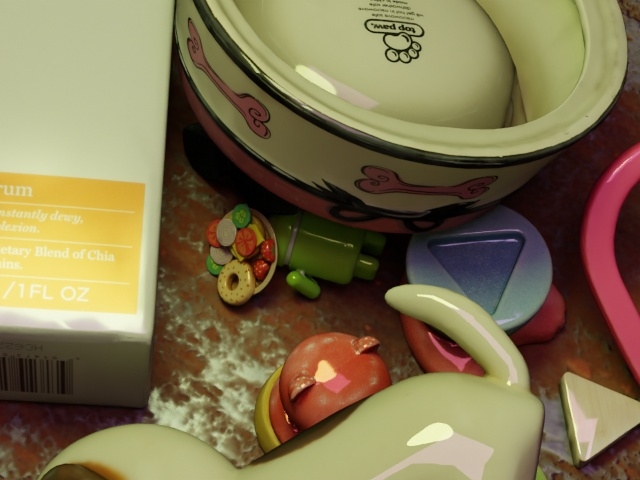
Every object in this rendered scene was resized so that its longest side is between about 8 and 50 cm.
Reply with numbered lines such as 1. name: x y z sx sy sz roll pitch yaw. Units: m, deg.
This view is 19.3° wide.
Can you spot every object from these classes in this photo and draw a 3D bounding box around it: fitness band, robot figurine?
1. fitness band: 0.353 0.040 1.662 0.209 0.054 0.290 -28 94 1
2. robot figurine: 0.000 0.000 1.703 0.115 0.067 0.101 16 75 1

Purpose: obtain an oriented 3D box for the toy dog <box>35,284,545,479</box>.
1. toy dog: -0.028 0.241 1.435 0.408 0.284 0.395 -2 97 3

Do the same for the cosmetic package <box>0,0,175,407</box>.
1. cosmetic package: -0.248 -0.093 1.667 0.230 0.161 0.453 3 63 -6

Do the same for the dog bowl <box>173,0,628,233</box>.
1. dog bowl: 0.055 -0.179 1.656 0.408 0.150 0.408 12 48 -14

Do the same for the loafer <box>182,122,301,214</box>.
1. loafer: -0.057 -0.075 1.706 0.061 0.062 0.170 -26 40 -27

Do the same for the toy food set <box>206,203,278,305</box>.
1. toy food set: -0.072 0.010 1.689 0.020 0.083 0.082 -1 55 -48

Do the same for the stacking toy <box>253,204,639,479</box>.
1. stacking toy: 0.129 0.123 1.622 0.279 0.130 0.309 41 66 14
